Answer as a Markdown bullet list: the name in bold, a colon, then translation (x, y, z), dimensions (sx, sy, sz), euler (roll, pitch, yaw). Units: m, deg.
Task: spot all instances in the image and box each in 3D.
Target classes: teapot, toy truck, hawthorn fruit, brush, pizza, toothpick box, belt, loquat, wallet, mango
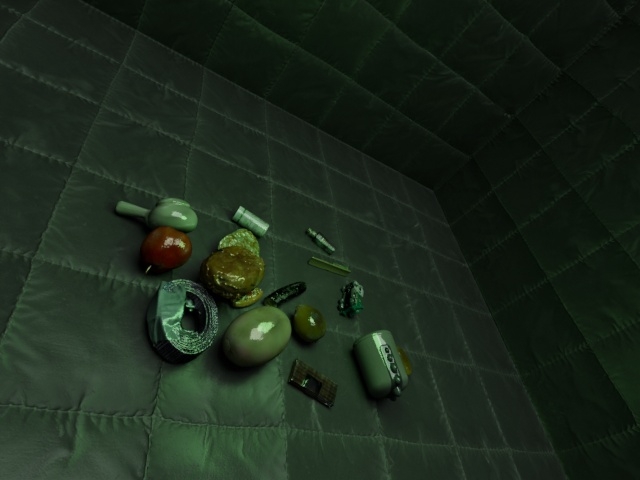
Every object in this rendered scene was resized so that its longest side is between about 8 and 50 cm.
- **teapot**: translation (-0.694, -0.109, 1.751), dimensions (0.317, 0.219, 0.149), euler (6, 75, -36)
- **toy truck**: translation (0.179, 0.329, 2.249), dimensions (0.116, 0.110, 0.216), euler (45, 31, -20)
- **hawthorn fruit**: translation (-0.640, 0.056, 1.650), dimensions (0.196, 0.196, 0.226), euler (38, 49, -7)
- **brush**: translation (0.053, 0.145, 2.358), dimensions (0.282, 0.054, 0.048), euler (20, 32, -31)
- **pizza**: translation (-0.365, 0.207, 1.863), dimensions (0.199, 0.062, 0.188), euler (50, 33, 12)
- **toothpick box**: translation (0.301, 0.608, 1.958), dimensions (0.228, 0.229, 0.317), euler (11, 46, -38)
- **belt**: translation (-0.522, 0.302, 1.555), dimensions (0.260, 0.122, 0.325), euler (26, 39, -36)
- **loquat**: translation (-0.057, 0.386, 1.913), dimensions (0.152, 0.152, 0.195), euler (-9, 68, -49)
- **wallet**: translation (-0.029, 0.620, 1.779), dimensions (0.230, 0.042, 0.124), euler (37, 32, -13)
- **mango**: translation (0.431, 0.647, 2.184), dimensions (0.103, 0.076, 0.161), euler (-10, 63, -55)

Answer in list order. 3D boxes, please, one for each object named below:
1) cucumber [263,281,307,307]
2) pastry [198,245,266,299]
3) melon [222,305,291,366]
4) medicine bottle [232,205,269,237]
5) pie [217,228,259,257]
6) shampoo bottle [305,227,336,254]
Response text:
- **cucumber**: translation (-0.159, 0.256, 2.006), dimensions (0.072, 0.081, 0.303), euler (24, 27, 26)
- **pastry**: translation (-0.381, 0.143, 1.746), dimensions (0.254, 0.162, 0.310), euler (29, 25, 14)
- **melon**: translation (-0.251, 0.384, 1.650), dimensions (0.223, 0.223, 0.316), euler (51, 34, 12)
- **medicine bottle**: translation (-0.370, -0.098, 2.161), dimensions (0.183, 0.086, 0.086), euler (34, 35, -13)
- **pie**: translation (-0.389, 0.057, 1.977), dimensions (0.201, 0.089, 0.248), euler (55, 35, -1)
- **shampoo bottle**: translation (0.000, 0.001, 2.456), dimensions (0.207, 0.063, 0.057), euler (41, 44, -6)
